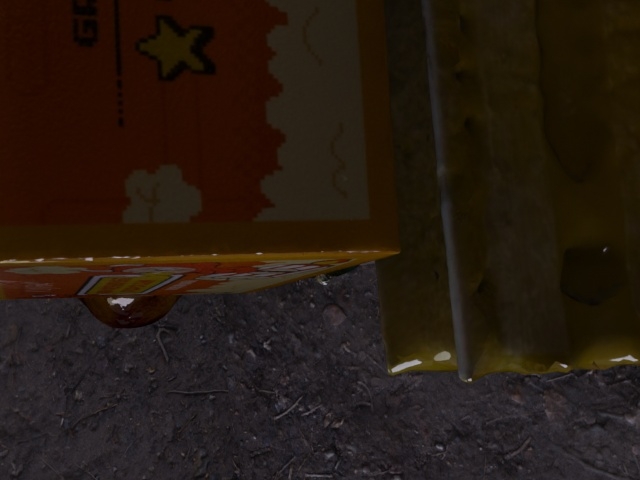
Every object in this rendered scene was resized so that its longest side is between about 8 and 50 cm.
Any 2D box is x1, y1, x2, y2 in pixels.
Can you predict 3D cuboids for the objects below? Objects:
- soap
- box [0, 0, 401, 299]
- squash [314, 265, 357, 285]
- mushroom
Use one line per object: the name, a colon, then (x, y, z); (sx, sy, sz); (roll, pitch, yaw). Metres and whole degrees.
soap: (0.174, -0.087, 0.472); (0.294, 0.334, 0.156); (-4, 174, -16)
box: (-0.108, -0.100, 0.487); (0.214, 0.259, 0.283); (1, 172, -19)
squash: (-0.001, -0.005, 1.717); (0.218, 0.172, 0.218); (22, 160, 9)
mushroom: (-0.341, 0.000, 1.477); (0.346, 0.259, 0.345); (20, -165, -6)
